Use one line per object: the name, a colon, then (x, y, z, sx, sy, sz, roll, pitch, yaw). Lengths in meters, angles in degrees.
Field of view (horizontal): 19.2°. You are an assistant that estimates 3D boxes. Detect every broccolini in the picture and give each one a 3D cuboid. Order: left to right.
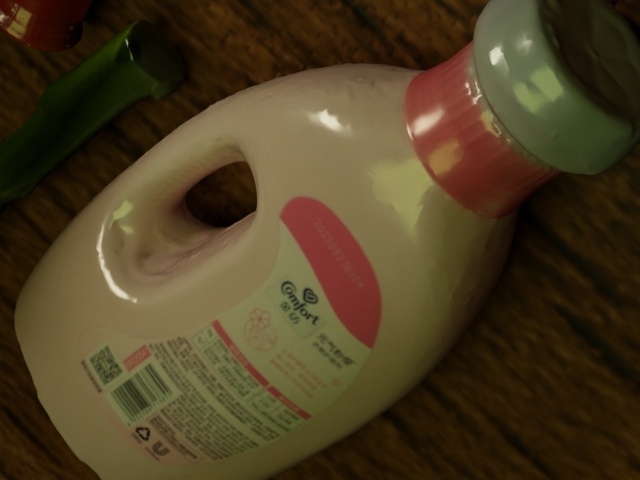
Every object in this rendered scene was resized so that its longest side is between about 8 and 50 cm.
broccolini: (-0.187, 0.022, 0.982, 0.074, 0.079, 0.392, 27, 135, -31)

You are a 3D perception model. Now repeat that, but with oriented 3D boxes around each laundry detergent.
laundry detergent: (0.000, 0.000, 0.828, 0.335, 0.088, 0.159, -36, 89, 38)

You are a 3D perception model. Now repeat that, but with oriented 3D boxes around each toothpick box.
toothpick box: (-0.117, -0.132, 0.870, 0.047, 0.047, 0.083, 41, 127, 11)
